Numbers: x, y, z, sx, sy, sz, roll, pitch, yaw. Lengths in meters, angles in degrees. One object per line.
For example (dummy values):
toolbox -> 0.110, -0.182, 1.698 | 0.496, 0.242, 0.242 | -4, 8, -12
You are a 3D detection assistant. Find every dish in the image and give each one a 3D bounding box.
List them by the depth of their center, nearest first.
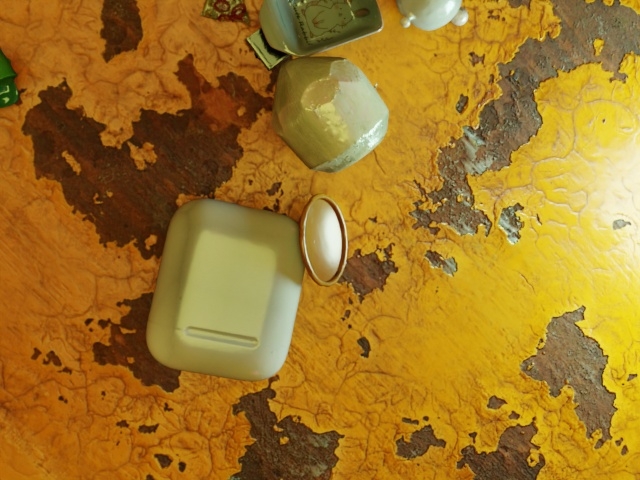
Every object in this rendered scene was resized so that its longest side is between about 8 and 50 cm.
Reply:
dish -> -0.007, -0.448, 1.457 | 0.234, 0.064, 0.154 | -22, 94, -12

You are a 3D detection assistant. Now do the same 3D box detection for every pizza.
pizza -> -0.183, -0.485, 1.462 | 0.100, 0.029, 0.099 | 10, 96, -9

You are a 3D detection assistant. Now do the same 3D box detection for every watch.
watch -> -0.651, -0.292, 1.371 | 0.165, 0.152, 0.131 | -28, 104, -4

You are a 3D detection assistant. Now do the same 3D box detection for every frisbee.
frisbee -> 0.000, 0.000, 1.498 | 0.035, 0.192, 0.191 | -4, 101, 28

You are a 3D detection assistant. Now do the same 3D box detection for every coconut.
coconut -> 0.010, -0.255, 1.431 | 0.224, 0.224, 0.233 | -30, 103, -2

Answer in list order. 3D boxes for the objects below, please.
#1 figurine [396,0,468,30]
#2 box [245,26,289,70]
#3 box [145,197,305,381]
figurine -> 0.258, -0.512, 1.468 | 0.257, 0.182, 0.144 | -41, 59, 7
box -> -0.099, -0.397, 1.483 | 0.083, 0.035, 0.079 | -38, 101, -1
box -> -0.185, 0.100, 1.480 | 0.289, 0.141, 0.348 | 12, 88, -12
